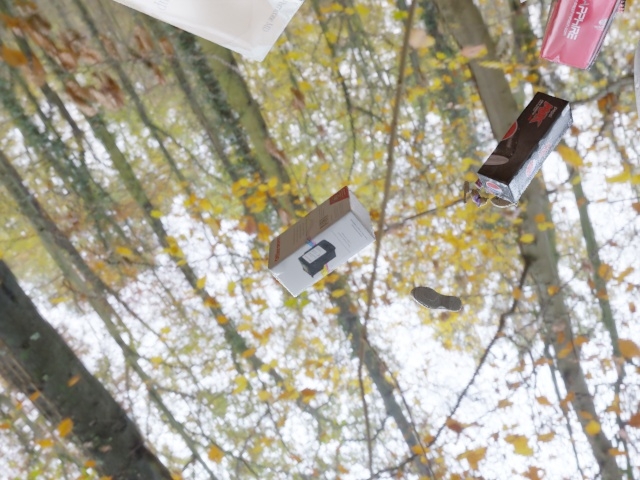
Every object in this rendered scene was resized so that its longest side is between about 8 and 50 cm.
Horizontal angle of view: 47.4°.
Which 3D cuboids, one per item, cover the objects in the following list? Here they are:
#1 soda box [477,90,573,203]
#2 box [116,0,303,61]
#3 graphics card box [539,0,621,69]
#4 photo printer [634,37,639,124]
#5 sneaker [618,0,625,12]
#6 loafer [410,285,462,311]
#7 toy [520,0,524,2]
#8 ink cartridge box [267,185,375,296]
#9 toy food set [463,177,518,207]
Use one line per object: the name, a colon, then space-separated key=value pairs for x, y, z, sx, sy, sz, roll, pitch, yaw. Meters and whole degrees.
soda box: x=0.313 y=-0.143 z=1.112 sx=0.060 sy=0.053 sz=0.169 roll=30 pitch=-103 yaw=37
box: x=-0.172 y=-0.340 z=0.822 sx=0.148 sy=0.311 sz=0.121 roll=142 pitch=-37 yaw=-60
graphics card box: x=0.443 y=-0.491 z=1.153 sx=0.094 sy=0.233 sz=0.370 roll=15 pitch=-113 yaw=10
photo printer: x=0.676 y=-0.235 z=1.350 sx=0.107 sy=0.307 sz=0.256 roll=-14 pitch=-121 yaw=39
sneaker: x=0.646 y=-0.603 z=1.673 sx=0.093 sy=0.225 sz=0.088 roll=5 pitch=-116 yaw=28
loafer: x=0.246 y=0.130 z=1.584 sx=0.039 sy=0.125 sz=0.045 roll=166 pitch=-61 yaw=-67
toy: x=0.385 y=-0.584 z=1.388 sx=0.056 sy=0.237 sz=0.137 roll=-16 pitch=-170 yaw=4
ink cartridge box: x=0.000 y=0.000 z=1.261 sx=0.175 sy=0.072 sz=0.127 roll=-36 pitch=-160 yaw=13
toy food set: x=0.381 y=-0.113 z=1.637 sx=0.122 sy=0.019 sz=0.077 roll=-1 pitch=-107 yaw=23
